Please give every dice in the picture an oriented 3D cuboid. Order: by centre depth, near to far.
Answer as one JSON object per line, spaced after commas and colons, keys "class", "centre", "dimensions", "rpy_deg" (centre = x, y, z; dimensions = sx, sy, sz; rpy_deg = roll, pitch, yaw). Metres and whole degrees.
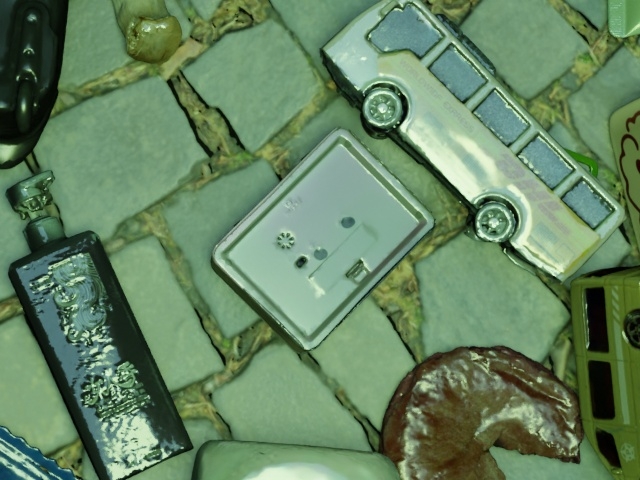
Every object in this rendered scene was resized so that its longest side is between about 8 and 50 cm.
{"class": "dice", "centre": [-0.030, 0.287, 1.424], "dimensions": [0.193, 0.194, 0.192], "rpy_deg": [5, 79, -9]}

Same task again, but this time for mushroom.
{"class": "mushroom", "centre": [-0.200, -0.277, 1.557], "dimensions": [0.059, 0.054, 0.202], "rpy_deg": [-20, 80, -9]}

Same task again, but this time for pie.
{"class": "pie", "centre": [0.161, 0.210, 1.533], "dimensions": [0.204, 0.054, 0.219], "rpy_deg": [20, 79, -5]}

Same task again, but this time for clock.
{"class": "clock", "centre": [0.000, 0.000, 1.532], "dimensions": [0.147, 0.071, 0.192], "rpy_deg": [44, 78, 0]}

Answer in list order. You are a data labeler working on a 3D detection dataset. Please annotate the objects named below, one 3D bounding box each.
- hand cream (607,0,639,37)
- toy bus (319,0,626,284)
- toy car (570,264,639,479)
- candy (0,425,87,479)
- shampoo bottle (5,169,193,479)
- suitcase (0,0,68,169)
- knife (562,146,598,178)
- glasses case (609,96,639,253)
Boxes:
{"class": "hand cream", "centre": [0.462, -0.288, 1.644], "dimensions": [0.305, 0.093, 0.147], "rpy_deg": [0, 80, 1]}
{"class": "toy bus", "centre": [0.151, -0.103, 1.543], "dimensions": [0.138, 0.097, 0.342], "rpy_deg": [-44, 90, 1]}
{"class": "toy car", "centre": [0.322, 0.151, 1.515], "dimensions": [0.101, 0.124, 0.257], "rpy_deg": [-10, 97, -40]}
{"class": "candy", "centre": [-0.373, 0.322, 1.431], "dimensions": [0.187, 0.077, 0.331], "rpy_deg": [38, 79, -8]}
{"class": "shampoo bottle", "centre": [-0.231, 0.083, 1.488], "dimensions": [0.098, 0.071, 0.309], "rpy_deg": [-25, 84, -8]}
{"class": "suitcase", "centre": [-0.414, -0.252, 1.450], "dimensions": [0.345, 0.188, 0.339], "rpy_deg": [4, 78, -8]}
{"class": "knife", "centre": [0.218, -0.097, 1.604], "dimensions": [0.166, 0.022, 0.078], "rpy_deg": [22, 84, -4]}
{"class": "glasses case", "centre": [0.395, 0.009, 1.548], "dimensions": [0.076, 0.144, 0.336], "rpy_deg": [-10, 82, -23]}
